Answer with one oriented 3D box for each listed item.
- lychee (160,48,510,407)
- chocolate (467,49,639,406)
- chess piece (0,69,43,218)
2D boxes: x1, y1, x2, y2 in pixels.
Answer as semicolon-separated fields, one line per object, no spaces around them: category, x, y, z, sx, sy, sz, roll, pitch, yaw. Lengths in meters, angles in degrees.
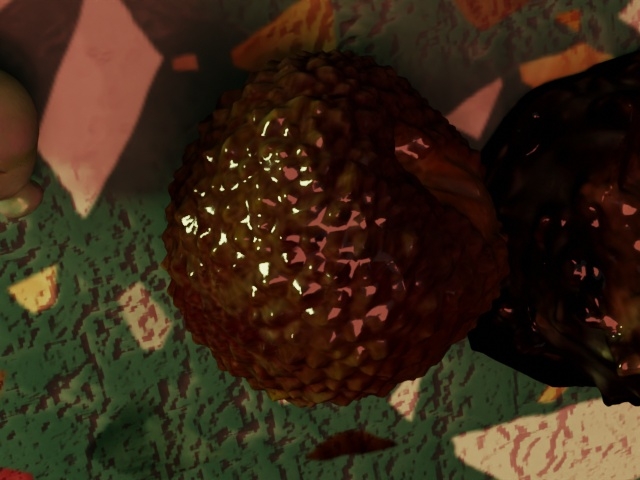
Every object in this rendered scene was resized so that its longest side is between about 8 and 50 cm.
lychee;0.000;0.000;0.867;0.188;0.188;0.188;-4;116;-8
chocolate;0.199;0.019;0.903;0.224;0.177;0.206;-19;117;-2
chess piece;-0.211;-0.113;0.811;0.139;0.139;0.271;-26;129;3
